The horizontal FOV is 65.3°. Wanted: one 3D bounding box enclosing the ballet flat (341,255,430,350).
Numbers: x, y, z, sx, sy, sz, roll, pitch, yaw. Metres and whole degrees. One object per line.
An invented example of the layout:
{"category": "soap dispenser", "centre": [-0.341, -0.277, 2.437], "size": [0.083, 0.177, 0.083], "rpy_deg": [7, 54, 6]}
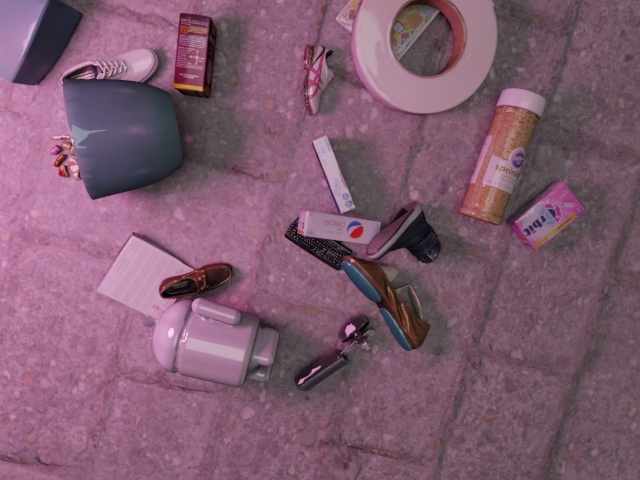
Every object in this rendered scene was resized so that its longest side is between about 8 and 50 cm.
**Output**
{"category": "ballet flat", "centre": [0.198, 0.152, 1.407], "size": [0.124, 0.116, 0.342], "rpy_deg": [-40, 97, -18]}

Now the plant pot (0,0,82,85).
{"category": "plant pot", "centre": [-0.762, -0.527, 1.270], "size": [0.165, 0.166, 0.234], "rpy_deg": [28, 103, -5]}

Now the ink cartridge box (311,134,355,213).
{"category": "ink cartridge box", "centre": [0.034, -0.179, 1.362], "size": [0.046, 0.097, 0.207], "rpy_deg": [-22, 97, 0]}

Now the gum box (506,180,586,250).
{"category": "gum box", "centre": [0.640, -0.073, 1.412], "size": [0.188, 0.062, 0.107], "rpy_deg": [-40, 96, 3]}

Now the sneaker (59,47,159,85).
{"category": "sneaker", "centre": [-0.553, -0.439, 1.315], "size": [0.258, 0.091, 0.094], "rpy_deg": [-23, 97, 1]}

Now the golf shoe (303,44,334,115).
{"category": "golf shoe", "centre": [-0.005, -0.432, 1.347], "size": [0.086, 0.067, 0.186], "rpy_deg": [2, 96, -4]}

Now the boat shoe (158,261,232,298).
{"category": "boat shoe", "centre": [-0.342, 0.118, 1.382], "size": [0.207, 0.073, 0.073], "rpy_deg": [-19, 105, -10]}

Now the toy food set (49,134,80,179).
{"category": "toy food set", "centre": [-0.703, -0.227, 1.371], "size": [0.078, 0.019, 0.122], "rpy_deg": [-2, 104, -2]}

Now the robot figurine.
{"category": "robot figurine", "centre": [-0.295, 0.276, 1.349], "size": [0.353, 0.199, 0.300], "rpy_deg": [14, 124, -4]}

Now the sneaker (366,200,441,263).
{"category": "sneaker", "centre": [0.236, 0.021, 1.360], "size": [0.226, 0.086, 0.163], "rpy_deg": [-42, 110, -27]}

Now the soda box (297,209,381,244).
{"category": "soda box", "centre": [0.051, -0.035, 1.363], "size": [0.216, 0.074, 0.069], "rpy_deg": [8, 93, -19]}

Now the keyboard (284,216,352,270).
{"category": "keyboard", "centre": [0.000, 0.000, 1.411], "size": [0.192, 0.038, 0.100], "rpy_deg": [32, 94, -6]}

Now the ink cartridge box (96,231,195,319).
{"category": "ink cartridge box", "centre": [-0.475, 0.113, 1.411], "size": [0.232, 0.066, 0.189], "rpy_deg": [32, 94, -26]}

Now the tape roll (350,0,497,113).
{"category": "tape roll", "centre": [0.276, -0.532, 1.322], "size": [0.392, 0.072, 0.392], "rpy_deg": [-1, 101, -7]}

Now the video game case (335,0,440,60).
{"category": "video game case", "centre": [0.190, -0.620, 1.354], "size": [0.206, 0.026, 0.227], "rpy_deg": [39, 94, -5]}

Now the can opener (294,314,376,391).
{"category": "can opener", "centre": [0.042, 0.329, 1.442], "size": [0.280, 0.074, 0.093], "rpy_deg": [-39, 62, 1]}

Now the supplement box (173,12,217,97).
{"category": "supplement box", "centre": [-0.328, -0.481, 1.312], "size": [0.081, 0.104, 0.188], "rpy_deg": [7, 96, -3]}

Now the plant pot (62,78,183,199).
{"category": "plant pot", "centre": [-0.477, -0.263, 1.249], "size": [0.235, 0.293, 0.293], "rpy_deg": [-11, 97, -16]}

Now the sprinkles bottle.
{"category": "sprinkles bottle", "centre": [0.494, -0.225, 1.362], "size": [0.121, 0.121, 0.355], "rpy_deg": [18, 96, -4]}
